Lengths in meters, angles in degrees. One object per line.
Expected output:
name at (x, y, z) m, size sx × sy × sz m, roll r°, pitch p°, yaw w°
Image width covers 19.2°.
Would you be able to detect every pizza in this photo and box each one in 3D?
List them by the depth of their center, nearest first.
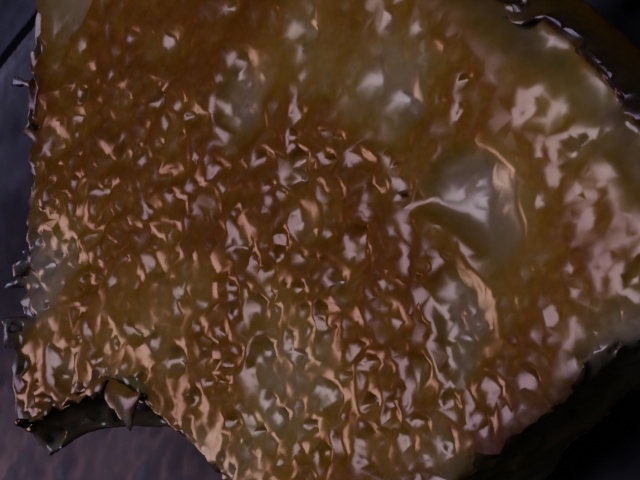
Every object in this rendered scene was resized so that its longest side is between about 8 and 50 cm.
pizza at (0.000, 0.000, 0.609) m, size 0.323 × 0.089 × 0.223 m, roll 32°, pitch 107°, yaw 41°
